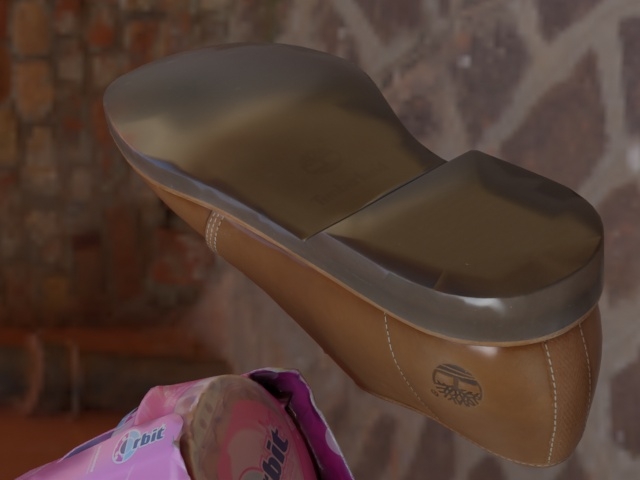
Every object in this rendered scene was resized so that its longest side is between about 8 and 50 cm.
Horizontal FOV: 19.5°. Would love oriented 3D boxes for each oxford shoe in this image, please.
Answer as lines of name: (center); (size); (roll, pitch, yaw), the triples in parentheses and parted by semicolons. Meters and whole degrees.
oxford shoe: (0.000, 0.000, 0.532); (0.212, 0.076, 0.076); (38, 146, 49)

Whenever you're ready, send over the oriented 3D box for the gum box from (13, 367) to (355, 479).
gum box: (-0.024, 0.131, 0.489); (0.107, 0.062, 0.188); (-24, 92, 35)
